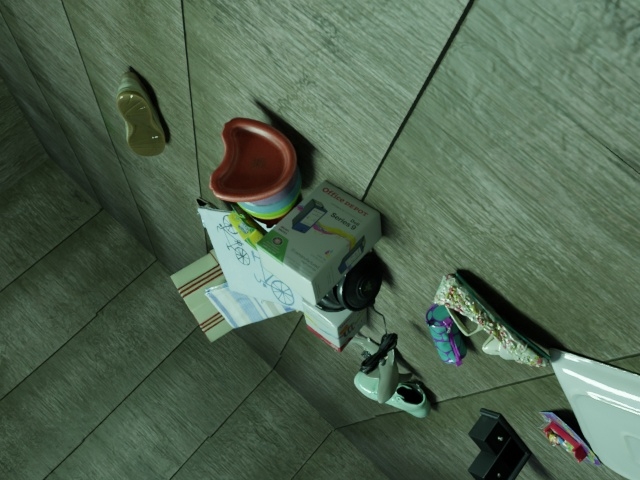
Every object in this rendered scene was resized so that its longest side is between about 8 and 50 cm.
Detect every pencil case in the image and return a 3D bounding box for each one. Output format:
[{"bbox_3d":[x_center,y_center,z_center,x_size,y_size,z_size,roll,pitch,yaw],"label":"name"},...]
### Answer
[{"bbox_3d":[0.273,0.204,1.227,0.151,0.064,0.070,62,178,-39],"label":"pencil case"}]

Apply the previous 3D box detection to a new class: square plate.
[{"bbox_3d":[0.581,0.353,0.963,0.344,0.049,0.347,15,145,53],"label":"square plate"}]

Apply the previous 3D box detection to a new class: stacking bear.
[{"bbox_3d":[-0.121,-0.117,1.238,0.164,0.175,0.289,9,164,4],"label":"stacking bear"}]

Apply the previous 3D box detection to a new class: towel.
[{"bbox_3d":[-0.235,0.208,1.971,0.285,0.034,0.209,-18,125,19],"label":"towel"}]

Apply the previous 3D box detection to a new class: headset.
[{"bbox_3d":[0.039,0.122,1.334,0.394,0.185,0.243,48,159,-9],"label":"headset"}]

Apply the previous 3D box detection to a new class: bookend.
[{"bbox_3d":[0.433,0.544,1.441,0.157,0.156,0.072,51,159,-14],"label":"bookend"}]

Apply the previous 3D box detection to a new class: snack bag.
[{"bbox_3d":[-0.196,0.052,1.666,0.343,0.037,0.323,9,127,38],"label":"snack bag"}]

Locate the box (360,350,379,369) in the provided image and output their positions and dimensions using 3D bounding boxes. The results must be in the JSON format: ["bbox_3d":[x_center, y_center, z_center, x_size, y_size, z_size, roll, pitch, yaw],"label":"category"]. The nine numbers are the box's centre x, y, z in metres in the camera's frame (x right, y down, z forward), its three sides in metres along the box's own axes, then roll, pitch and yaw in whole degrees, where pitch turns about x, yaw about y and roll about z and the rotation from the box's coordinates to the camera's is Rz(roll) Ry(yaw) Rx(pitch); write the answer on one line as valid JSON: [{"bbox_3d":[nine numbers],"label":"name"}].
[{"bbox_3d":[0.172,0.385,1.816,0.083,0.018,0.067,42,159,6],"label":"box"}]

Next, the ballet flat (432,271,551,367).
[{"bbox_3d":[0.308,0.159,1.045,0.241,0.077,0.091,44,-169,14],"label":"ballet flat"}]

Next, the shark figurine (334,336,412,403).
[{"bbox_3d":[0.170,0.330,1.655,0.278,0.166,0.116,49,141,42],"label":"shark figurine"}]

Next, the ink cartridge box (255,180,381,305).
[{"bbox_3d":[0.000,0.000,1.145,0.154,0.212,0.093,34,154,28],"label":"ink cartridge box"}]

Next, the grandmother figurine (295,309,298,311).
[{"bbox_3d":[-0.167,0.077,1.760,0.342,0.104,0.208,41,150,1],"label":"grandmother figurine"}]

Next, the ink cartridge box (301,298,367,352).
[{"bbox_3d":[0.042,0.194,1.546,0.127,0.128,0.176,35,157,24],"label":"ink cartridge box"}]

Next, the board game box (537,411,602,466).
[{"bbox_3d":[0.508,0.421,1.180,0.133,0.033,0.168,48,175,17],"label":"board game box"}]

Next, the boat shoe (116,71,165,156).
[{"bbox_3d":[-0.509,-0.349,1.608,0.302,0.109,0.098,96,165,-65],"label":"boat shoe"}]

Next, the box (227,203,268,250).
[{"bbox_3d":[-0.149,-0.009,1.328,0.105,0.043,0.179,49,-179,43],"label":"box"}]

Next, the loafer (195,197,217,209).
[{"bbox_3d":[-0.380,-0.108,1.883,0.125,0.045,0.039,26,146,45],"label":"loafer"}]

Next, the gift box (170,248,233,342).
[{"bbox_3d":[-0.377,0.216,2.170,0.276,0.258,0.255,47,162,34],"label":"gift box"}]

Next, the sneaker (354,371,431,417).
[{"bbox_3d":[0.214,0.446,1.728,0.256,0.094,0.151,19,155,24],"label":"sneaker"}]
